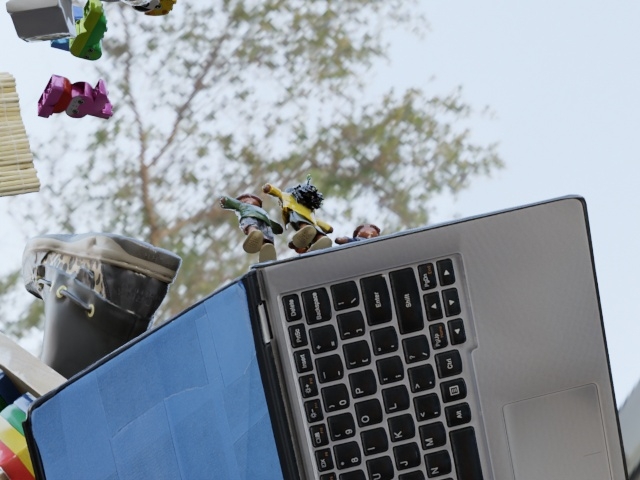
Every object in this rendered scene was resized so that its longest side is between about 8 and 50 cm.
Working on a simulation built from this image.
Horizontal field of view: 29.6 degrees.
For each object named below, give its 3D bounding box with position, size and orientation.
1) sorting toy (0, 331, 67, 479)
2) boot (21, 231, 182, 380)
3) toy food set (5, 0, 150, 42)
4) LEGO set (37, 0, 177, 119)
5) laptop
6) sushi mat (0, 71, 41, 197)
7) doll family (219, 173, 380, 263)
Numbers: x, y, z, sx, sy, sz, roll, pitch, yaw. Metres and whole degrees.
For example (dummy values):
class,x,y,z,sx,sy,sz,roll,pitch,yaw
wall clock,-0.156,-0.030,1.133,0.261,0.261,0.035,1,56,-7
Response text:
class,x,y,z,sx,sy,sz,roll,pitch,yaw
sorting toy,-0.225,0.225,1.090,0.257,0.089,0.255,16,-40,57
boot,-0.319,0.142,1.556,0.138,0.284,0.377,21,-14,-33
toy food set,-0.241,-0.207,0.902,0.232,0.104,0.111,-7,-87,-1
LEGO set,-0.192,-0.211,1.171,0.093,0.087,0.227,11,-37,-28
laptop,0.053,0.209,0.835,0.408,0.236,0.381,-13,-77,-5
sushi mat,-0.441,-0.107,1.298,0.019,0.316,0.151,-17,-92,37
doll family,0.000,0.000,1.100,0.193,0.111,0.076,39,-77,-26
